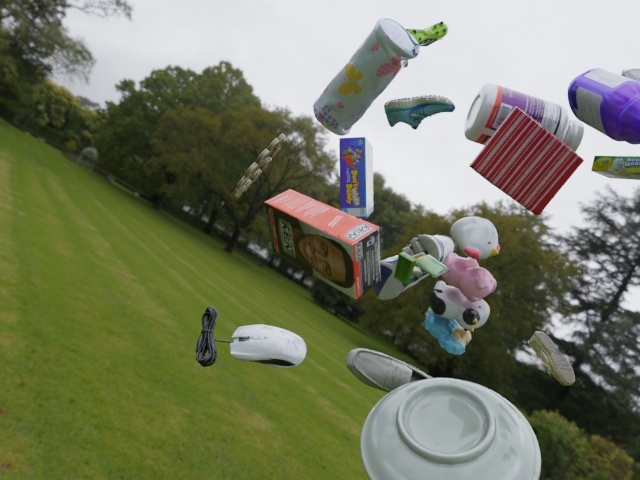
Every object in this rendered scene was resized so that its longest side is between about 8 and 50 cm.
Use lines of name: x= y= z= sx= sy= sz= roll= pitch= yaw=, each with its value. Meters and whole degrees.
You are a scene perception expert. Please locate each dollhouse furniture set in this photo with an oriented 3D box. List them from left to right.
dollhouse furniture set: x=0.221 y=0.044 z=1.025 sx=0.151 sy=0.059 sz=0.076 roll=-14 pitch=35 yaw=-41

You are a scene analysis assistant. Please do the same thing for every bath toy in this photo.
bath toy: x=0.355 y=0.112 z=1.148 sx=0.151 sy=0.349 sz=0.129 roll=11 pitch=33 yaw=9

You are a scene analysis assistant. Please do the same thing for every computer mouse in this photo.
computer mouse: x=-0.119 y=0.173 z=0.815 sx=0.192 sy=0.106 sz=0.042 roll=6 pitch=-40 yaw=0

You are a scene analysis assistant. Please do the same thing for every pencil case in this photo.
pencil case: x=0.098 y=-0.362 z=1.058 sx=0.114 sy=0.273 sz=0.124 roll=52 pitch=38 yaw=7

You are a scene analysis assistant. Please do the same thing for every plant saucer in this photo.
plant saucer: x=0.286 y=0.436 z=1.070 sx=0.400 sy=0.400 sz=0.101 roll=29 pitch=-44 yaw=50

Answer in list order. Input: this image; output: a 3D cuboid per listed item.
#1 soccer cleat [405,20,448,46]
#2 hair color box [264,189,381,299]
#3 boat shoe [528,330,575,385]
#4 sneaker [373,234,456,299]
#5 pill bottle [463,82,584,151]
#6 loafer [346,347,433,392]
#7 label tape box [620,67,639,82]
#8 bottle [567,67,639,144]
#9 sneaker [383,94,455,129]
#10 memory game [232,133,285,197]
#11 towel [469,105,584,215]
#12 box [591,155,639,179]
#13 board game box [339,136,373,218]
soccer cleat: x=0.297 y=-0.607 z=1.412 sx=0.072 sy=0.178 sz=0.060 roll=101 pitch=-25 yaw=-80
hair color box: x=0.000 y=0.000 z=0.520 sx=0.141 sy=0.043 sz=0.072 roll=25 pitch=-46 yaw=40
boat shoe: x=0.572 y=0.299 z=1.170 sx=0.056 sy=0.048 sz=0.153 roll=5 pitch=39 yaw=-23
sneaker: x=0.298 y=0.074 z=1.424 sx=0.182 sy=0.315 sz=0.128 roll=-10 pitch=70 yaw=-39
pill bottle: x=0.625 y=-0.355 z=1.452 sx=0.322 sy=0.182 sz=0.181 roll=18 pitch=-3 yaw=-1
loafer: x=0.228 y=0.400 z=1.380 sx=0.319 sy=0.112 sz=0.111 roll=24 pitch=-25 yaw=-12
label tape box: x=0.970 y=-0.354 z=1.244 sx=0.240 sy=0.334 sz=0.106 roll=2 pitch=-52 yaw=10
bottle: x=0.600 y=-0.260 z=0.932 sx=0.118 sy=0.092 sz=0.283 roll=56 pitch=15 yaw=-26
sneaker: x=0.231 y=-0.297 z=1.095 sx=0.161 sy=0.073 sz=0.063 roll=-1 pitch=24 yaw=16
memory game: x=-0.139 y=-0.167 z=1.067 sx=0.012 sy=0.186 sz=0.186 roll=39 pitch=-3 yaw=-5
towel: x=0.570 y=-0.212 z=1.295 sx=0.274 sy=0.199 sz=0.031 roll=31 pitch=15 yaw=-17
box: x=0.734 y=-0.164 z=1.068 sx=0.105 sy=0.043 sz=0.179 roll=7 pitch=7 yaw=-36
board game box: x=0.121 y=-0.198 z=1.510 sx=0.077 sy=0.234 sz=0.347 roll=0 pitch=7 yaw=10
